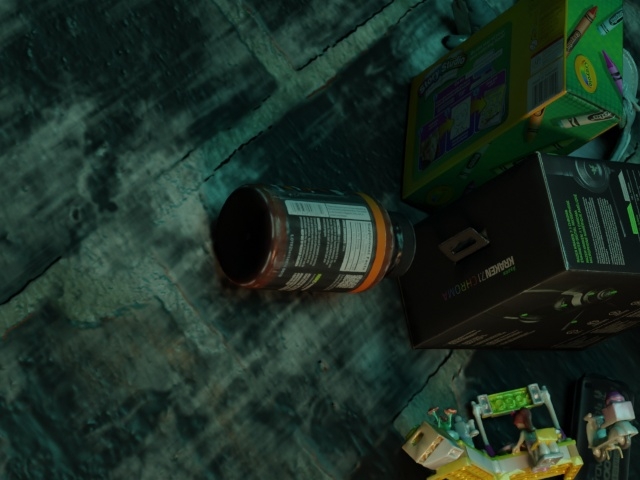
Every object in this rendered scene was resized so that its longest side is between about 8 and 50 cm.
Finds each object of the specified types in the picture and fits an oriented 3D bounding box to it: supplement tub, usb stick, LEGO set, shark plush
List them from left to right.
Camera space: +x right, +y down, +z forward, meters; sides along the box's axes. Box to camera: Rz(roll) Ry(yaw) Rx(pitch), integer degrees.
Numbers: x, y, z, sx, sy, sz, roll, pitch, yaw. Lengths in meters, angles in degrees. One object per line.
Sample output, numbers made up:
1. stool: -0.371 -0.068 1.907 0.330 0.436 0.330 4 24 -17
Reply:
1. supplement tub: 0.000 0.000 1.708 0.198 0.106 0.106 4 66 -38
2. LEGO set: 0.178 0.191 1.748 0.287 0.132 0.107 1 59 -32
3. shark plush: 0.214 -0.235 2.024 0.161 0.067 0.073 43 48 -13
4. usb stick: 0.298 0.273 1.846 0.077 0.045 0.278 20 56 -11

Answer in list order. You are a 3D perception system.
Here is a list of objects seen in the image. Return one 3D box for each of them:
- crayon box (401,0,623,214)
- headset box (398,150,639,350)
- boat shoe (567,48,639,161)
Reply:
1. crayon box: 0.203 -0.152 1.827 0.081 0.278 0.165 23 56 -27
2. headset box: 0.249 0.020 1.801 0.283 0.246 0.131 3 67 -37
3. boat shoe: 0.322 -0.134 2.033 0.118 0.103 0.320 47 48 -10
